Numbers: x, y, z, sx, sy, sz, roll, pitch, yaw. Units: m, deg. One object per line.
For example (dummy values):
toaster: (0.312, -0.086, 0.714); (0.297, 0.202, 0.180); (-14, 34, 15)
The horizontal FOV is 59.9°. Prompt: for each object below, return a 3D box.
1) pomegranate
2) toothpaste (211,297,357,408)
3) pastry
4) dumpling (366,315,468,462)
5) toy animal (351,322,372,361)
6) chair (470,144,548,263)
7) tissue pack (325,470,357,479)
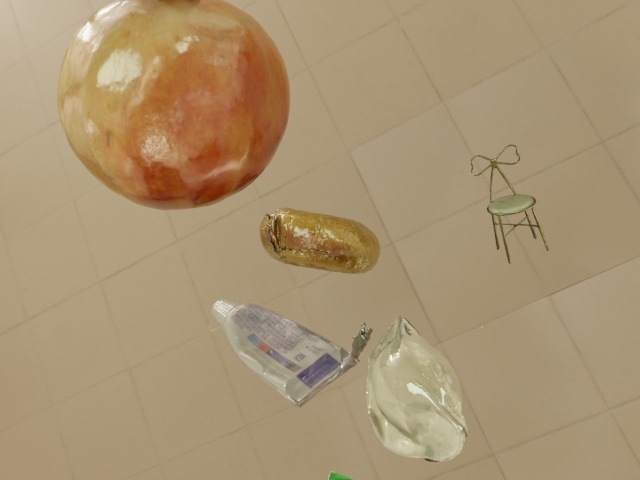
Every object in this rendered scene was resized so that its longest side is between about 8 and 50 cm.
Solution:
pomegranate: (-0.159, -0.176, 0.624); (0.229, 0.252, 0.270); (36, 135, 34)
toothpaste: (-0.076, 0.151, 0.838); (0.282, 0.068, 0.099); (23, 75, 45)
pastry: (0.000, 0.000, 1.561); (0.356, 0.356, 0.164); (9, 87, 17)
dumpling: (0.211, 0.372, 1.337); (0.341, 0.181, 0.260); (48, 120, 25)
toy animal: (0.117, 0.319, 1.691); (0.047, 0.065, 0.136); (23, 123, -3)
chair: (0.587, -0.113, 1.726); (0.159, 0.170, 0.326); (-17, 108, 7)
tissue pack: (0.050, 0.579, 1.038); (0.156, 0.148, 0.209); (18, 44, 4)
